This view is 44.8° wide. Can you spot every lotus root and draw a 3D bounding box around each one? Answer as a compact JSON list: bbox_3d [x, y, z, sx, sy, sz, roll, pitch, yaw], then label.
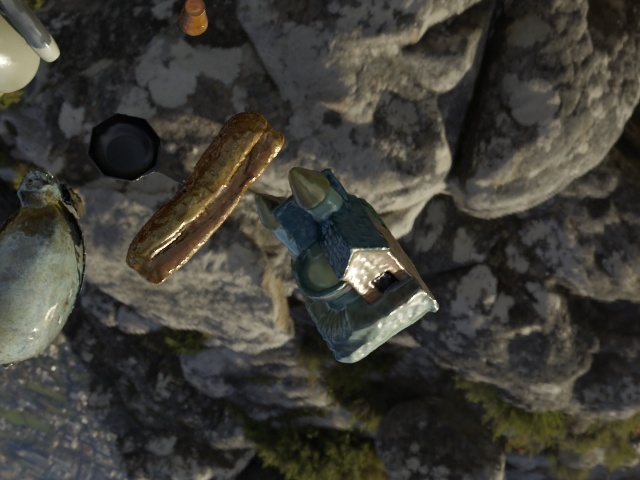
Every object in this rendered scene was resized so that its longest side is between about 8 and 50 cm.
[{"bbox_3d":[-0.230,0.026,0.611,0.088,0.165,0.088,22,-179,0],"label":"lotus root"}]

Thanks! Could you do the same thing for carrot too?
[{"bbox_3d":[-0.133,-0.234,0.813,0.032,0.032,0.093,33,179,-12],"label":"carrot"}]

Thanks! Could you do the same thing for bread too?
[{"bbox_3d":[-0.162,-0.060,1.062,0.077,0.271,0.139,40,175,-14],"label":"bread"}]

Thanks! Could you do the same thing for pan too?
[{"bbox_3d":[-0.344,-0.140,1.456,0.202,0.128,0.048,53,165,4],"label":"pan"}]

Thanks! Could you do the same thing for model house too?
[{"bbox_3d":[0.000,0.000,1.230,0.194,0.267,0.325,-35,139,6],"label":"model house"}]

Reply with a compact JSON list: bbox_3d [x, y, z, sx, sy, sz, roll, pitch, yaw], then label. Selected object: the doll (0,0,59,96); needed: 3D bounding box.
[{"bbox_3d":[-0.579,-0.267,1.116,0.370,0.226,0.215,-29,117,-4],"label":"doll"}]
